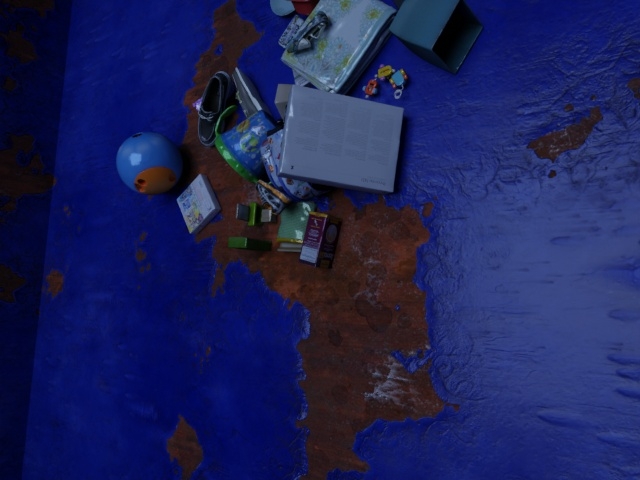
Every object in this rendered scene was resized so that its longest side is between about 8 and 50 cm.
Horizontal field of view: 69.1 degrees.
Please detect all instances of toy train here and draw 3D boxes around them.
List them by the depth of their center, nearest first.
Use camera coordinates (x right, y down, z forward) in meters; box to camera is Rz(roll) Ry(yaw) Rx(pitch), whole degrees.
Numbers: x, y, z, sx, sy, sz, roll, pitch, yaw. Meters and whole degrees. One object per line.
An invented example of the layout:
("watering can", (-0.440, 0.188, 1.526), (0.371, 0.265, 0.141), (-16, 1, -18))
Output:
("toy train", (0.232, -0.539, 1.609), (0.166, 0.046, 0.125), (25, 99, 38))

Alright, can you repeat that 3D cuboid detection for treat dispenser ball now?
("treat dispenser ball", (-0.781, -0.351, 2.131), (0.288, 0.288, 0.287), (-6, 80, 34))

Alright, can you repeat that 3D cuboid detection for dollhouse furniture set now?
("dollhouse furniture set", (-0.182, -0.060, 1.757), (0.302, 0.151, 0.197), (1, 83, 35))

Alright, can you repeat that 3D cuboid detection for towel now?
("towel", (0.061, -0.737, 1.700), (0.320, 0.090, 0.374), (43, 101, 25))

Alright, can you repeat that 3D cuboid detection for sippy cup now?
("sippy cup", (-0.255, -0.383, 1.825), (0.224, 0.305, 0.240), (-41, 34, 11))

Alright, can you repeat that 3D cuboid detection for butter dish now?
("butter dish", (-0.031, -0.922, 1.810), (0.160, 0.118, 0.160), (-40, 44, -22))

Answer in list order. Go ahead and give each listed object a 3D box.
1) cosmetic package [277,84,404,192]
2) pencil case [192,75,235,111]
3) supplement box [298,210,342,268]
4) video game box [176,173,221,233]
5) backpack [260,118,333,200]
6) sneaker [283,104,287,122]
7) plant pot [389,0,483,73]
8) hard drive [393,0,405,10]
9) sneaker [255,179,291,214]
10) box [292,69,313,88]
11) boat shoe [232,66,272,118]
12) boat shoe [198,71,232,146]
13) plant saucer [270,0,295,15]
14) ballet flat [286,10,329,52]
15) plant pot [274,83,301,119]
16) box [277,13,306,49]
("cosmetic package", (0.066, -0.319, 1.515), (0.097, 0.378, 0.284), (166, 113, -77))
("pencil case", (-0.473, -0.647, 2.086), (0.206, 0.088, 0.086), (-34, 65, 27))
("supplement box", (0.000, 0.000, 1.651), (0.081, 0.104, 0.188), (13, 91, 35))
("video game box", (-0.550, -0.163, 2.092), (0.187, 0.048, 0.205), (-39, 63, 22))
("backpack", (-0.073, -0.273, 1.659), (0.213, 0.277, 0.263), (-30, 74, 35))
("sneaker", (-0.062, -0.475, 1.738), (0.229, 0.132, 0.086), (-36, 33, 26))
("plant pot", (0.347, -0.671, 1.480), (0.234, 0.166, 0.165), (39, 105, 39))
("hard drive", (0.319, -0.854, 1.606), (0.135, 0.022, 0.094), (-33, 68, 26))
("sneaker", (-0.193, -0.163, 1.735), (0.215, 0.084, 0.083), (36, 97, 51))
("box", (-0.045, -0.698, 1.826), (0.145, 0.038, 0.186), (-21, 73, 30))
("boat shoe", (-0.307, -0.599, 1.951), (0.091, 0.109, 0.304), (-37, 68, 20))
("boat shoe", (-0.479, -0.565, 2.010), (0.121, 0.119, 0.334), (22, 116, 8))
("plant saucer", (-0.123, -1.021, 1.929), (0.195, 0.037, 0.194), (-5, 81, 35))
("ballet flat", (-0.043, -0.739, 1.676), (0.188, 0.070, 0.070), (-44, 61, 17))
("plant pot", (-0.107, -0.537, 1.796), (0.096, 0.109, 0.109), (-4, 57, 17))
("box", (-0.107, -0.842, 1.897), (0.094, 0.027, 0.137), (46, 109, 29))
